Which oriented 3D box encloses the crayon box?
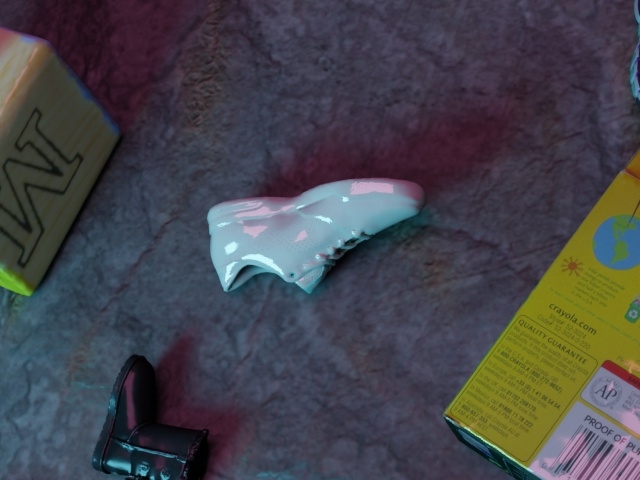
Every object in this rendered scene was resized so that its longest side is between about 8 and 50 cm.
[{"bbox_3d":[0.278,0.084,1.344,0.202,0.081,0.318,33,80,27],"label":"crayon box"}]

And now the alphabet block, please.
[{"bbox_3d":[-0.342,-0.089,1.558,0.192,0.193,0.197,18,73,26],"label":"alphabet block"}]

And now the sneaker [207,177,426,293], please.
[{"bbox_3d":[0.000,0.000,1.485,0.212,0.080,0.094,-11,75,20],"label":"sneaker"}]

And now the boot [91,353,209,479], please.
[{"bbox_3d":[-0.146,0.171,1.459,0.099,0.045,0.121,12,77,25],"label":"boot"}]

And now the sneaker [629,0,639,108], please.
[{"bbox_3d":[0.321,-0.184,1.407,0.083,0.098,0.224,10,46,-10],"label":"sneaker"}]
